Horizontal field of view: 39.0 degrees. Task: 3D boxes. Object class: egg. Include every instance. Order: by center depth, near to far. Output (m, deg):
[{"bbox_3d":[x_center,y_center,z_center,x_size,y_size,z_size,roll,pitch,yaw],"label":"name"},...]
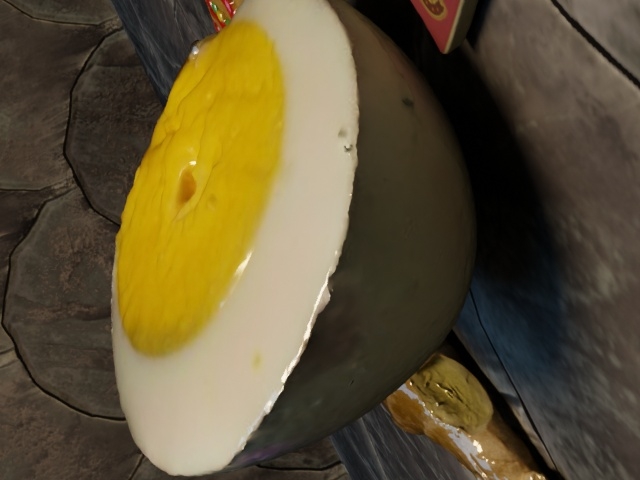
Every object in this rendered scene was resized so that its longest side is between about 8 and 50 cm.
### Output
[{"bbox_3d":[0.000,0.000,0.633,0.337,0.201,0.337,-26,58,53],"label":"egg"}]

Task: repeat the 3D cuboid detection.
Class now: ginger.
[{"bbox_3d":[0.125,0.169,0.816,0.294,0.086,0.131,51,143,33],"label":"ginger"}]

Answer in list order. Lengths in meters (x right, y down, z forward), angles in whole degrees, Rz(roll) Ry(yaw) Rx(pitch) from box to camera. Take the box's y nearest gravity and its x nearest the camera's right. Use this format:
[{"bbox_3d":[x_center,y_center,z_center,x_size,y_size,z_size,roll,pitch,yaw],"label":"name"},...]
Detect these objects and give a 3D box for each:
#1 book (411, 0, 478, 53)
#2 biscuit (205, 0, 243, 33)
[{"bbox_3d":[0.043,-0.212,0.428,0.162,0.022,0.232,61,170,16],"label":"book"},{"bbox_3d":[-0.098,-0.255,0.976,0.212,0.041,0.239,57,167,25],"label":"biscuit"}]
